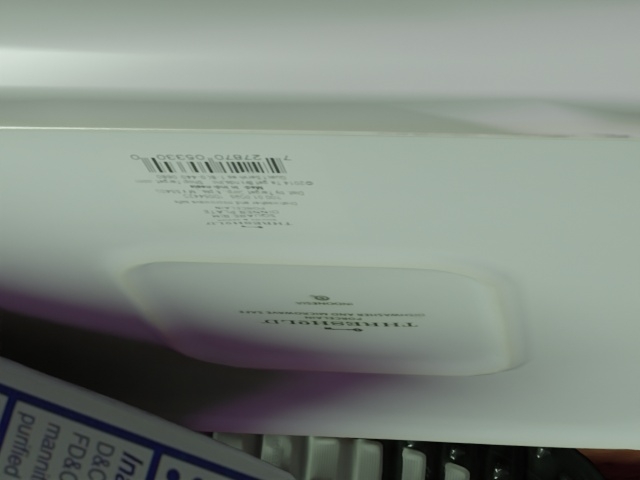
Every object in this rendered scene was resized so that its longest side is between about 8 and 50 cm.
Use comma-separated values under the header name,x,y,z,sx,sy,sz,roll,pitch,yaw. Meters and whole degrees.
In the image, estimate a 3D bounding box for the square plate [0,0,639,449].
name,x,y,z,sx,sy,sz,roll,pitch,yaw
square plate,0.000,0.000,0.499,0.347,0.049,0.344,1,161,10

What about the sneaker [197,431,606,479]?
name,x,y,z,sx,sy,sz,roll,pitch,yaw
sneaker,0.011,0.103,0.758,0.234,0.078,0.106,1,164,22

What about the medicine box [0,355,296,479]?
name,x,y,z,sx,sy,sz,roll,pitch,yaw
medicine box,-0.199,0.101,0.583,0.289,0.149,0.263,24,162,-22
